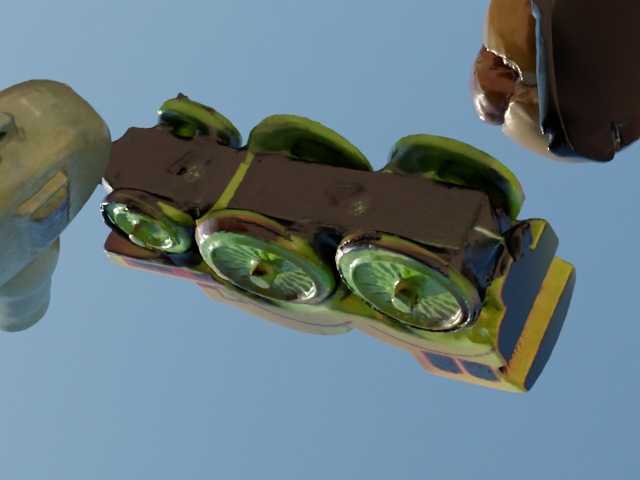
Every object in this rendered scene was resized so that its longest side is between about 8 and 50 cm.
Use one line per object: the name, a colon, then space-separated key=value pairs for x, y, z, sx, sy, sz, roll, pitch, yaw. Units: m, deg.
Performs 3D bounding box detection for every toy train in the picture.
toy train: x=0.000 y=0.000 z=1.105 sx=0.296 sy=0.160 sz=0.100 roll=12 pitch=-116 yaw=32

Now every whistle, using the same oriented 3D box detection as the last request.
whistle: x=-0.165 y=-0.006 z=0.997 sx=0.067 sy=0.258 sz=0.126 roll=44 pitch=-110 yaw=8

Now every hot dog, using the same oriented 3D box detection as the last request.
hot dog: x=0.197 y=-0.129 z=1.355 sx=0.107 sy=0.194 sz=0.326 roll=-9 pitch=176 yaw=36
